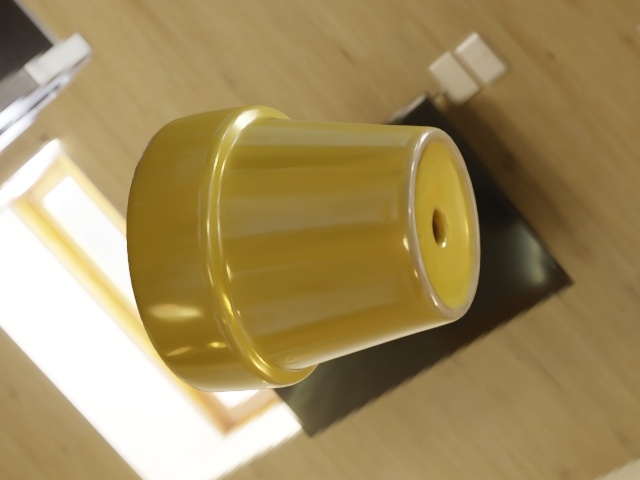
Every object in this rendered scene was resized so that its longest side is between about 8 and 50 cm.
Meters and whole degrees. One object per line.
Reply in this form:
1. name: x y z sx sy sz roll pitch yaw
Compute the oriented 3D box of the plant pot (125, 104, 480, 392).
1. plant pot: 0.000 0.000 1.125 0.239 0.254 0.254 -6 -157 25
